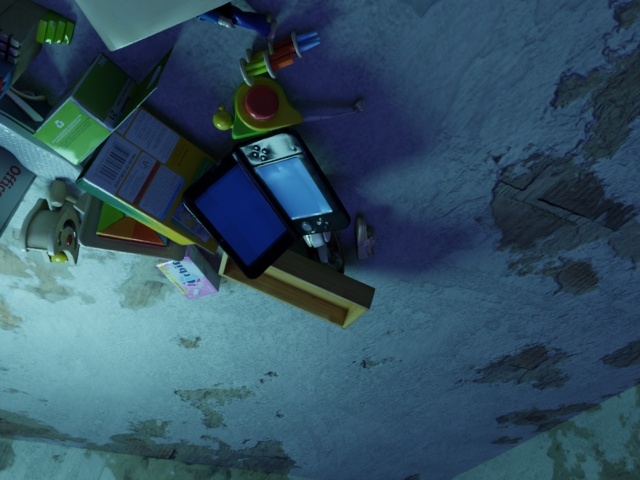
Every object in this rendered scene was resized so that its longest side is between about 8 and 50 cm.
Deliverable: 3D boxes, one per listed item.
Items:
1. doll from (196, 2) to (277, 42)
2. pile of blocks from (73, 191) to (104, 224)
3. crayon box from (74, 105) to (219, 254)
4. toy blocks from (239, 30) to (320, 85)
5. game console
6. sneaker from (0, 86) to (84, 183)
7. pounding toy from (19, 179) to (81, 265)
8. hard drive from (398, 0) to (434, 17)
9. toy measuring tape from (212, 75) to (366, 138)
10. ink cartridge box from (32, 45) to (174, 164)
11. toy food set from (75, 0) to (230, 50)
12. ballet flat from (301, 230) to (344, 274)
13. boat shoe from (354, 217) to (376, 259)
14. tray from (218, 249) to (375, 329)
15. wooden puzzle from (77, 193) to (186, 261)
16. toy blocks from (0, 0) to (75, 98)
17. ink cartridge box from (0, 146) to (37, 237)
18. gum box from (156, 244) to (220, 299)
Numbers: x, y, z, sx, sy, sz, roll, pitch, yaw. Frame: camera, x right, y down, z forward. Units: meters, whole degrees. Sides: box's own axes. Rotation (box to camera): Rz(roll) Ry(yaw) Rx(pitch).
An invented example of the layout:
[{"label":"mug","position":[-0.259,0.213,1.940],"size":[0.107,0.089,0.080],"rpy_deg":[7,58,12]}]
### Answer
[{"label":"doll","position":[-0.174,-0.410,0.865],"size":[0.188,0.129,0.046],"rpy_deg":[4,132,-27]},{"label":"pile of blocks","position":[-0.420,-0.046,1.217],"size":[0.361,0.149,0.112],"rpy_deg":[14,162,-13]},{"label":"crayon box","position":[-0.346,-0.129,1.084],"size":[0.322,0.203,0.083],"rpy_deg":[35,156,-32]},{"label":"toy blocks","position":[-0.073,-0.358,0.921],"size":[0.147,0.123,0.054],"rpy_deg":[-15,124,13]},{"label":"game console","position":[-0.112,-0.069,1.089],"size":[0.250,0.174,0.293],"rpy_deg":[-8,132,34]},{"label":"sneaker","position":[-0.615,-0.237,1.036],"size":[0.125,0.128,0.321],"rpy_deg":[0,161,6]},{"label":"pounding toy","position":[-0.642,-0.014,1.205],"size":[0.154,0.154,0.270],"rpy_deg":[8,148,-10]},{"label":"hard drive","position":[0.163,-0.487,0.872],"size":[0.135,0.022,0.094],"rpy_deg":[24,131,-24]},{"label":"toy measuring tape","position":[-0.068,-0.299,1.016],"size":[0.329,0.121,0.122],"rpy_deg":[-14,138,-12]},{"label":"ink cartridge box","position":[-0.414,-0.293,0.928],"size":[0.255,0.189,0.097],"rpy_deg":[-32,128,25]},{"label":"toy food set","position":[-0.282,-0.456,0.750],"size":[0.305,0.093,0.220],"rpy_deg":[-12,129,20]},{"label":"ballet flat","position":[0.000,0.000,1.305],"size":[0.123,0.123,0.349],"rpy_deg":[-10,135,8]},{"label":"boat shoe","position":[0.128,-0.007,1.346],"size":[0.059,0.063,0.170],"rpy_deg":[-7,145,1]},{"label":"tray","position":[-0.073,0.112,1.339],"size":[0.410,0.076,0.203],"rpy_deg":[25,150,-5]},{"label":"wooden puzzle","position":[-0.427,-0.074,1.137],"size":[0.238,0.221,0.044],"rpy_deg":[11,163,-14]},{"label":"toy blocks","position":[-0.654,-0.366,0.787],"size":[0.381,0.261,0.191],"rpy_deg":[22,131,-24]},{"label":"ink cartridge box","position":[-0.860,-0.143,0.991],"size":[0.166,0.286,0.395],"rpy_deg":[-27,131,25]},{"label":"gum box","position":[-0.390,0.089,1.416],"size":[0.107,0.062,0.189],"rpy_deg":[-15,135,12]}]
